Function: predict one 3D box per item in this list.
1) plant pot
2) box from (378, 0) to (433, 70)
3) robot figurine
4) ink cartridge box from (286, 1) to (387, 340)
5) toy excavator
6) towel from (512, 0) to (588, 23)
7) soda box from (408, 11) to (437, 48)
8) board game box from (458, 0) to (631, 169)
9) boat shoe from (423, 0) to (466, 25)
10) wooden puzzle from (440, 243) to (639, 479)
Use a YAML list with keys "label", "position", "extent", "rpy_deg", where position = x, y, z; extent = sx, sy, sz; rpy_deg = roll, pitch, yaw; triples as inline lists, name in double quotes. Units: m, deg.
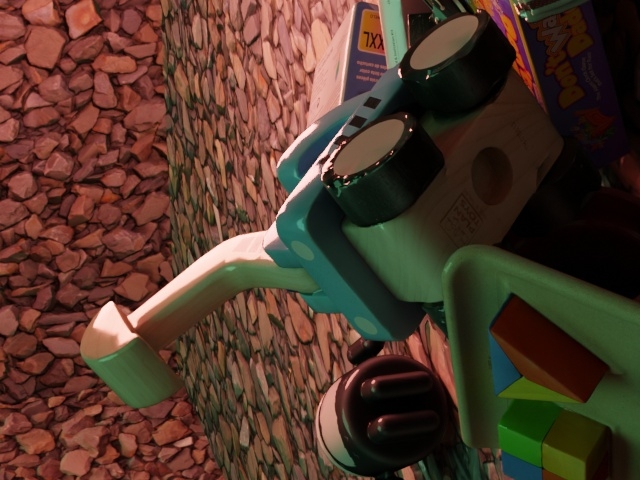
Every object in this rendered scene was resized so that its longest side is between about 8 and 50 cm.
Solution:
- label: "plant pot"
  position: [0.274, 0.072, 1.660]
  extent: [0.201, 0.201, 0.180]
  rpy_deg: [-118, 8, -45]
- label: "box"
  position: [0.143, -0.259, 1.872]
  extent: [0.038, 0.186, 0.145]
  rpy_deg: [0, 103, 41]
- label: "robot figurine"
  position: [0.088, 0.268, 2.389]
  extent: [0.209, 0.174, 0.278]
  rpy_deg: [-60, 5, -19]
- label: "ink cartridge box"
  position: [0.058, -0.074, 2.081]
  extent: [0.270, 0.151, 0.395]
  rpy_deg: [131, 150, -73]
- label: "toy excavator"
  position: [0.000, 0.000, 1.627]
  extent: [0.445, 0.433, 0.222]
  rpy_deg: [-4, 133, 53]
- label: "towel"
  position: [0.234, -0.362, 1.430]
  extent: [0.037, 0.237, 0.329]
  rpy_deg: [63, -174, -62]
- label: "soda box"
  position: [0.130, -0.167, 1.745]
  extent: [0.053, 0.060, 0.169]
  rpy_deg: [65, -158, -70]
- label: "board game box"
  position: [0.202, -0.259, 1.643]
  extent: [0.233, 0.078, 0.347]
  rpy_deg: [59, 175, 49]
- label: "boat shoe"
  position: [0.134, -0.250, 1.718]
  extent: [0.125, 0.038, 0.046]
  rpy_deg: [62, 180, 18]
- label: "wooden puzzle"
  position: [0.273, 0.170, 1.424]
  extent: [0.348, 0.080, 0.322]
  rpy_deg: [18, 146, 23]
